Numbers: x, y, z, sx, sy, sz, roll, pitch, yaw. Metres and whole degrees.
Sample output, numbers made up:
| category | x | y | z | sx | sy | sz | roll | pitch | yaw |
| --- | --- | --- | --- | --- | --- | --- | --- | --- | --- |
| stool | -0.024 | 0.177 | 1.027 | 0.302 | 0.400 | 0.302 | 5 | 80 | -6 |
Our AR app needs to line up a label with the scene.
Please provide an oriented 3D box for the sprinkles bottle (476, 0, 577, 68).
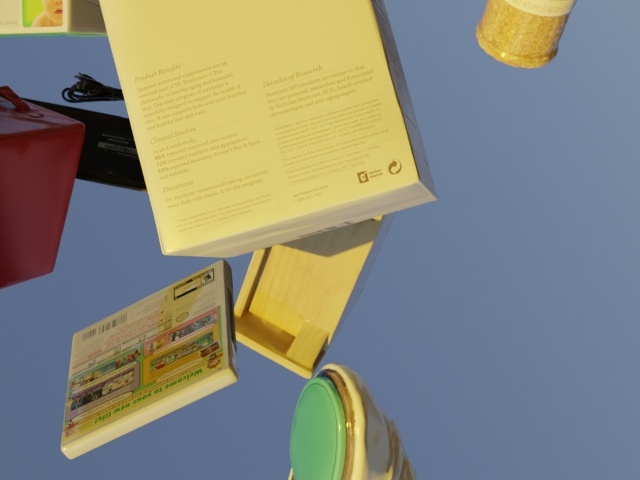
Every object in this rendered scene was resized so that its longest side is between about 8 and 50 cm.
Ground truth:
| category | x | y | z | sx | sy | sz | roll | pitch | yaw |
| --- | --- | --- | --- | --- | --- | --- | --- | --- | --- |
| sprinkles bottle | 0.305 | -0.396 | 1.528 | 0.121 | 0.355 | 0.121 | 7 | -134 | -7 |

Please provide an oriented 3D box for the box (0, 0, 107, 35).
| category | x | y | z | sx | sy | sz | roll | pitch | yaw |
| --- | --- | --- | --- | --- | --- | --- | --- | --- | --- |
| box | -0.315 | -0.327 | 1.221 | 0.127 | 0.262 | 0.231 | -14 | -73 | -57 |

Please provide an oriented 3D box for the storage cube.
| category | x | y | z | sx | sy | sz | roll | pitch | yaw |
| --- | --- | --- | --- | --- | --- | --- | --- | --- | --- |
| storage cube | -0.403 | -0.063 | 1.290 | 0.183 | 0.215 | 0.193 | 22 | -162 | 19 |

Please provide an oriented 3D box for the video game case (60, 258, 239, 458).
| category | x | y | z | sx | sy | sz | roll | pitch | yaw |
| --- | --- | --- | --- | --- | --- | --- | --- | --- | --- |
| video game case | -0.189 | 0.128 | 1.307 | 0.023 | 0.212 | 0.193 | 56 | -166 | -34 |

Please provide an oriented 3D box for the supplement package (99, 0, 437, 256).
| category | x | y | z | sx | sy | sz | roll | pitch | yaw |
| --- | --- | --- | --- | --- | --- | --- | --- | --- | --- |
| supplement package | -0.039 | -0.138 | 0.942 | 0.198 | 0.199 | 0.263 | 10 | -115 | -80 |

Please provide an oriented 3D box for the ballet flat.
| category | x | y | z | sx | sy | sz | roll | pitch | yaw |
| --- | --- | --- | --- | --- | --- | --- | --- | --- | --- |
| ballet flat | 0.025 | 0.264 | 1.193 | 0.139 | 0.400 | 0.139 | 9 | -141 | -7 |

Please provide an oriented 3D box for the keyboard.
| category | x | y | z | sx | sy | sz | roll | pitch | yaw |
| --- | --- | --- | --- | --- | --- | --- | --- | --- | --- |
| keyboard | -0.244 | -0.130 | 1.484 | 0.317 | 0.033 | 0.201 | 12 | -137 | -3 |

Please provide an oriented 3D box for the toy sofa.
| category | x | y | z | sx | sy | sz | roll | pitch | yaw |
| --- | --- | --- | --- | --- | --- | --- | --- | --- | --- |
| toy sofa | 0.000 | 0.000 | 1.606 | 0.150 | 0.362 | 0.177 | 27 | -135 | 6 |
